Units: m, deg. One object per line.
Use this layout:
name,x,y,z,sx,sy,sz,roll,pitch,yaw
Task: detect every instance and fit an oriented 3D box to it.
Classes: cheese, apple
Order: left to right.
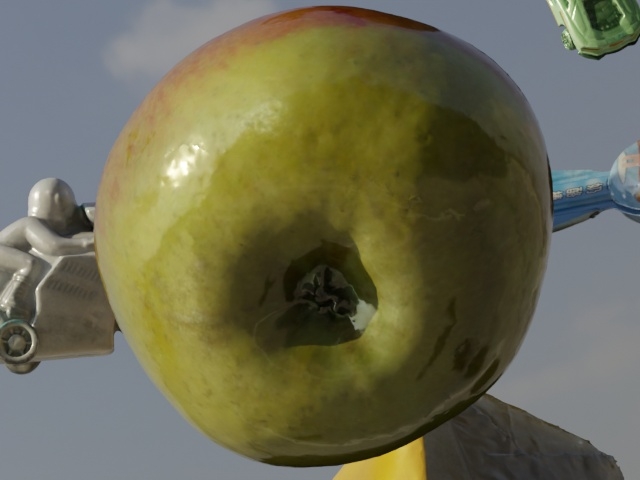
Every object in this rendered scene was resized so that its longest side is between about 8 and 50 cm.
apple,0.000,0.000,0.938,0.261,0.260,0.194,-26,16,17
cheese,0.274,-0.049,1.470,0.245,0.052,0.135,-11,27,14

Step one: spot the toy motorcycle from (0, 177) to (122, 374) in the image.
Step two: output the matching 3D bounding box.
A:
toy motorcycle,-0.234,0.029,1.551,0.260,0.170,0.110,-1,-10,-7

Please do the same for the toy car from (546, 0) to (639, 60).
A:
toy car,0.272,-0.279,1.874,0.093,0.186,0.058,-23,-20,-3

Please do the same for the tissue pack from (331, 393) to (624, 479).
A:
tissue pack,0.065,0.342,1.363,0.228,0.293,0.382,27,-60,-18
